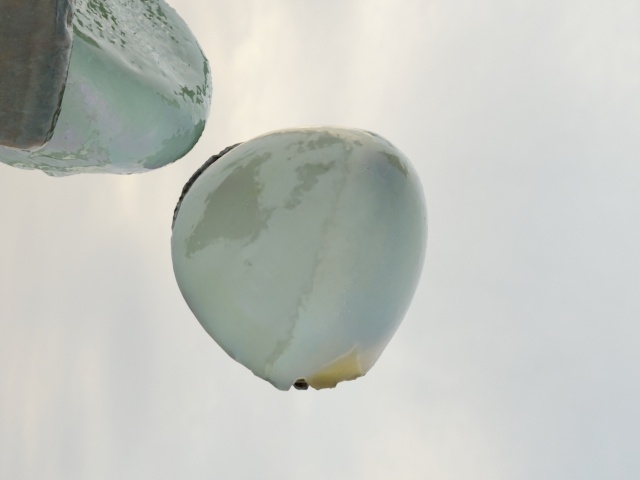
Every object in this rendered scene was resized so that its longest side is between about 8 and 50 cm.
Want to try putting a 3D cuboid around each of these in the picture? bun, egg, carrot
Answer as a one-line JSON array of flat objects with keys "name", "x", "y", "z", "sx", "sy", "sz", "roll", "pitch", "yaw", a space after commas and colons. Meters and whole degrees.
[{"name": "bun", "x": -0.246, "y": -0.155, "z": 1.238, "sx": 0.187, "sy": 0.293, "sz": 0.293, "roll": -42, "pitch": -144, "yaw": 24}, {"name": "egg", "x": -0.003, "y": -0.004, "z": 1.343, "sx": 0.174, "sy": 0.264, "sz": 0.286, "roll": -40, "pitch": -169, "yaw": 50}, {"name": "carrot", "x": -0.204, "y": -0.234, "z": 0.969, "sx": 0.070, "sy": 0.070, "sz": 0.342, "roll": -155, "pitch": -111, "yaw": -71}]
